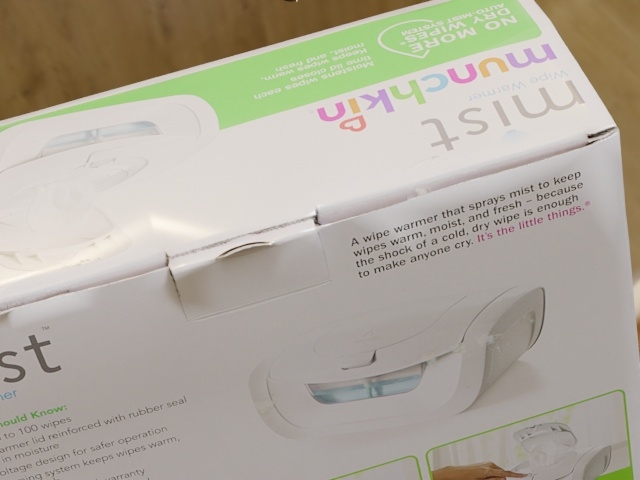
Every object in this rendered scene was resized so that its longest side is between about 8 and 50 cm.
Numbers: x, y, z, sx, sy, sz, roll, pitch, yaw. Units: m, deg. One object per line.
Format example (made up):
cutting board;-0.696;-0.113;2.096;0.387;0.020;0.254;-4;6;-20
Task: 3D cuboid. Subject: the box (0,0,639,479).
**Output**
box;-0.015;0.053;0.588;0.262;0.127;0.231;-16;-53;-1
